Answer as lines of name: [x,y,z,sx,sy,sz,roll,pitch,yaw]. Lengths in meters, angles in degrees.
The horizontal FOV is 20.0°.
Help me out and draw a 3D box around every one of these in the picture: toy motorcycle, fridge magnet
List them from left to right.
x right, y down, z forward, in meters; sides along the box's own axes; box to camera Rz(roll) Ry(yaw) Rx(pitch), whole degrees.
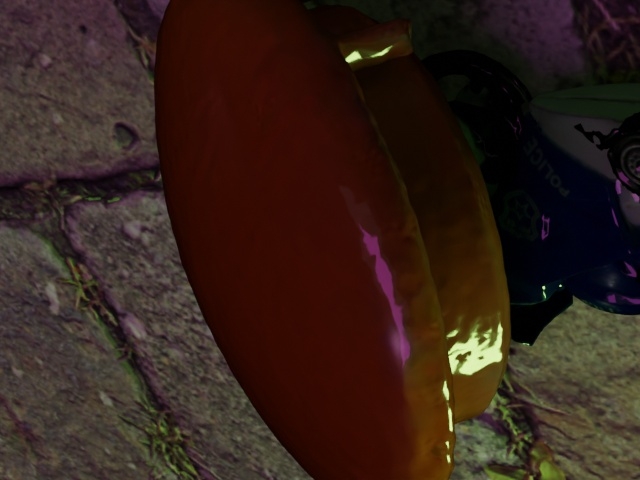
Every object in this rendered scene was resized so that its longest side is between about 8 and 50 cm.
fridge magnet: [0.000,0.000,1.131,0.363,0.155,0.363,161,90,-73]
toy motorcycle: [0.192,-0.013,1.102,0.331,0.125,0.196,13,128,33]
